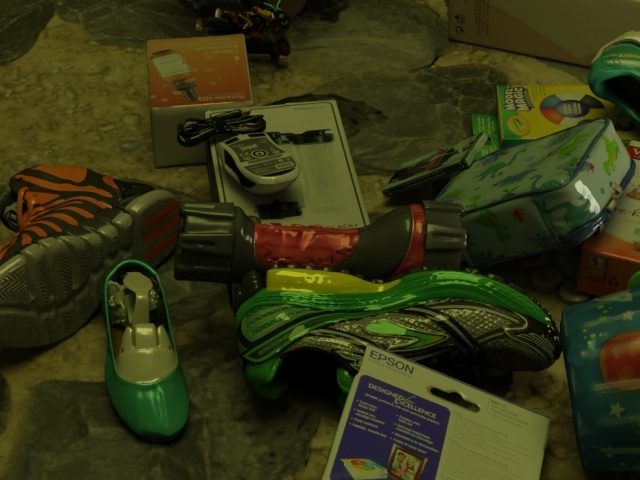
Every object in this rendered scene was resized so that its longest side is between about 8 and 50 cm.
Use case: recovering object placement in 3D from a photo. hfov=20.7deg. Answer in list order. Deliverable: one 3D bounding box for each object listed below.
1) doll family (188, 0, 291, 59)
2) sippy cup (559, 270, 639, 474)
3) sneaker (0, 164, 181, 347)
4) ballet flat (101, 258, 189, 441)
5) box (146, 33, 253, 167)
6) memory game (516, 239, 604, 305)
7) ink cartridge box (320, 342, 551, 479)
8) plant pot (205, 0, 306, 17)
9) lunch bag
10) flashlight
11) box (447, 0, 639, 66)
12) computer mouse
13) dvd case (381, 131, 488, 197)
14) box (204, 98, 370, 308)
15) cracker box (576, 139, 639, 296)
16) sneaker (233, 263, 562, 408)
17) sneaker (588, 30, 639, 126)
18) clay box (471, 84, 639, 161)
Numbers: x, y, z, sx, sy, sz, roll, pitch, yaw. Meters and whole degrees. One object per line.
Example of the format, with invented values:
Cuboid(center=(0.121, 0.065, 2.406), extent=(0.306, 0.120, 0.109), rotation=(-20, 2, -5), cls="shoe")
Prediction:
Cuboid(center=(-0.097, -0.294, 2.316), extent=(0.111, 0.076, 0.193), rotation=(2, -8, 22), cls="doll family")
Cuboid(center=(0.354, 0.133, 1.718), extent=(0.224, 0.240, 0.305), rotation=(-8, -7, 8), cls="sippy cup")
Cuboid(center=(-0.320, 0.012, 1.978), extent=(0.180, 0.124, 0.321), rotation=(19, 31, 31), cls="sneaker")
Cuboid(center=(-0.193, 0.105, 1.860), extent=(0.083, 0.087, 0.247), rotation=(-8, 38, -10), cls="ballet flat")
Cuboid(center=(-0.153, -0.180, 2.234), extent=(0.130, 0.091, 0.170), rotation=(-4, 37, -5), cls="box")
Cuboid(center=(0.317, 0.017, 2.026), extent=(0.186, 0.012, 0.186), rotation=(0, 37, 0), cls="memory game")
Cuboid(center=(0.112, 0.214, 1.695), extent=(0.206, 0.045, 0.208), rotation=(23, 40, -1), cls="ink cartridge box")
Cuboid(center=(-0.093, -0.434, 2.455), extent=(0.263, 0.229, 0.263), rotation=(-1, 37, 1), cls="plant pot")
Cuboid(center=(0.240, -0.053, 1.990), extent=(0.219, 0.090, 0.176), rotation=(-17, 23, 39), cls="lunch bag")
Cuboid(center=(0.000, 0.000, 1.873), extent=(0.304, 0.103, 0.103), rotation=(5, 80, -7), cls="flashlight")
Cuboid(center=(0.342, -0.328, 2.393), extent=(0.311, 0.121, 0.148), rotation=(15, 40, 20), cls="box")
Cuboid(center=(-0.085, -0.095, 2.019), extent=(0.106, 0.042, 0.193), rotation=(-12, 33, -21), cls="computer mouse")
Cuboid(center=(0.138, -0.091, 2.114), extent=(0.119, 0.013, 0.087), rotation=(-19, 17, 30), cls="dvd case")
Cuboid(center=(-0.040, -0.049, 2.061), extent=(0.169, 0.087, 0.290), rotation=(-6, 38, -7), cls="box")
Cuboid(center=(0.398, -0.015, 2.002), extent=(0.156, 0.067, 0.232), rotation=(14, 39, 16), cls="cracker box")
Cuboid(center=(0.080, 0.118, 1.829), extent=(0.344, 0.134, 0.146), rotation=(0, 55, 1), cls="sneaker")
Cuboid(center=(0.439, -0.138, 2.113), extent=(0.275, 0.107, 0.110), rotation=(35, 45, 10), cls="sneaker")
Cuboid(center=(0.304, -0.143, 2.206), extent=(0.222, 0.053, 0.127), rotation=(0, 37, 1), cls="clay box")
